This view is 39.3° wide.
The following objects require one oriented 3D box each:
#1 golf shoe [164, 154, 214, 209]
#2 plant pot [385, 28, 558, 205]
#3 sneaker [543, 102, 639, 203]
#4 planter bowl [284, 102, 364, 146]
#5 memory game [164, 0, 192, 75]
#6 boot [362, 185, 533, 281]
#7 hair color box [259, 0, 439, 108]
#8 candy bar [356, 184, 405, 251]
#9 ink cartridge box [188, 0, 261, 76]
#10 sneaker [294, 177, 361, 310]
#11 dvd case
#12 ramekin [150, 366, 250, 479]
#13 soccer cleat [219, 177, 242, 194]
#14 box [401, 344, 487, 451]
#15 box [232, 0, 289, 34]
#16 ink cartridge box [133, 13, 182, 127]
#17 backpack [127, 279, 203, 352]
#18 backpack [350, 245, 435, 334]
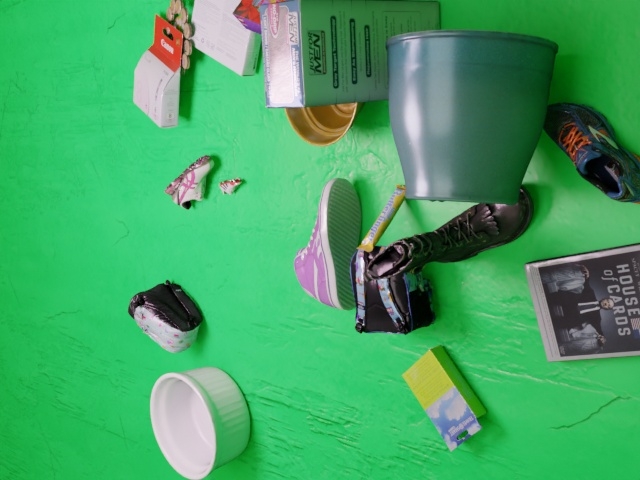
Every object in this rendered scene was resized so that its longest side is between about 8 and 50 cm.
[{"bbox_3d":[-0.306,-0.144,2.209,0.086,0.067,0.186,47,135,-7],"label":"golf shoe"},{"bbox_3d":[0.235,-0.186,1.436,0.272,0.272,0.255,5,94,46],"label":"plant pot"},{"bbox_3d":[0.427,-0.142,1.408,0.221,0.087,0.083,47,129,28],"label":"sneaker"},{"bbox_3d":[0.026,-0.300,1.788,0.217,0.090,0.217,13,109,44],"label":"planter bowl"},{"bbox_3d":[-0.344,-0.489,2.153,0.186,0.012,0.186,27,121,59],"label":"memory game"},{"bbox_3d":[0.221,-0.001,1.555,0.263,0.229,0.091,-40,70,44],"label":"boot"},{"bbox_3d":[0.061,-0.327,1.556,0.105,0.347,0.173,8,105,45],"label":"hair color box"},{"bbox_3d":[0.124,-0.043,1.734,0.040,0.018,0.161,10,63,52],"label":"candy bar"},{"bbox_3d":[-0.207,-0.512,2.012,0.223,0.045,0.223,37,126,37],"label":"ink cartridge box"},{"bbox_3d":[-0.001,0.000,1.888,0.161,0.102,0.282,16,111,47],"label":"sneaker"},{"bbox_3d":[0.460,0.106,1.478,0.239,0.030,0.179,-14,90,48],"label":"dvd case"},{"bbox_3d":[-0.303,0.457,2.294,0.277,0.135,0.277,14,110,43],"label":"ramekin"},{"bbox_3d":[-0.210,-0.128,2.130,0.083,0.029,0.035,-5,105,50],"label":"soccer cleat"},{"bbox_3d":[0.244,0.306,1.745,0.178,0.042,0.109,57,134,20],"label":"box"},{"bbox_3d":[-0.013,-0.470,1.736,0.293,0.057,0.201,30,83,38],"label":"box"},{"bbox_3d":[-0.402,-0.418,2.203,0.189,0.066,0.232,42,137,48],"label":"ink cartridge box"},{"bbox_3d":[-0.394,0.203,2.336,0.182,0.152,0.115,36,130,21],"label":"backpack"},{"bbox_3d":[0.137,0.090,1.749,0.158,0.117,0.173,-6,96,47],"label":"backpack"}]
